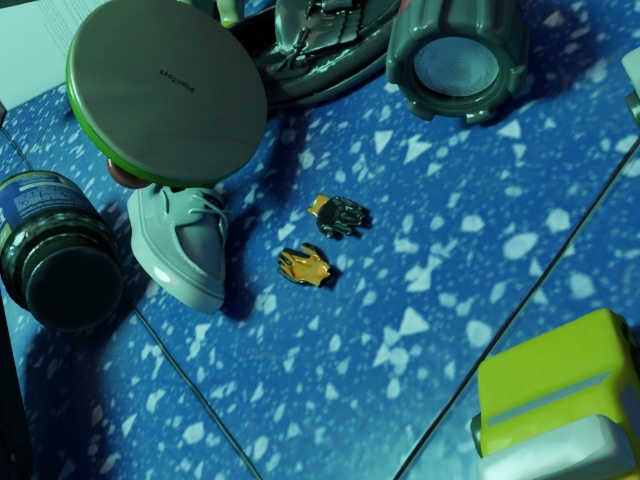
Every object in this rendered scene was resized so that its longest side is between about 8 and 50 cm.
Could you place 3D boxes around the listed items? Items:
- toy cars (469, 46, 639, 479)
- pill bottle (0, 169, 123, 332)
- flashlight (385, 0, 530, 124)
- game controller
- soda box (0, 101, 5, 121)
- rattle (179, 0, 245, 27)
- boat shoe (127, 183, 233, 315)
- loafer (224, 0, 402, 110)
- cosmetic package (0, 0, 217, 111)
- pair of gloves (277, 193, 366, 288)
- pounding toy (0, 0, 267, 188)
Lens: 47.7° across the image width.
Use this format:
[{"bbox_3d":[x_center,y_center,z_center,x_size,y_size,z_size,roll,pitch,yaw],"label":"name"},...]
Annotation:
[{"bbox_3d":[0.165,0.020,0.343,0.176,0.087,0.394,14,71,49],"label":"toy cars"},{"bbox_3d":[-0.290,0.009,0.788,0.123,0.123,0.219,-53,37,-1],"label":"pill bottle"},{"bbox_3d":[0.121,-0.235,0.589,0.103,0.103,0.304,129,160,-54],"label":"flashlight"},{"bbox_3d":[-0.322,0.133,0.680,0.319,0.067,0.167,58,145,40],"label":"game controller"},{"bbox_3d":[-0.680,-0.177,1.359,0.083,0.092,0.263,-29,44,28],"label":"soda box"},{"bbox_3d":[-0.166,-0.264,0.799,0.142,0.199,0.130,15,94,17],"label":"rattle"},{"bbox_3d":[-0.127,-0.017,0.678,0.081,0.079,0.227,-51,34,9],"label":"boat shoe"},{"bbox_3d":[-0.037,-0.191,0.710,0.302,0.095,0.109,-17,50,37],"label":"loafer"},{"bbox_3d":[-0.337,-0.330,1.031,0.365,0.155,0.197,-9,28,43],"label":"cosmetic package"},{"bbox_3d":[0.000,0.000,0.591,0.083,0.010,0.074,-55,36,-9],"label":"pair of gloves"},{"bbox_3d":[-0.171,-0.138,0.669,0.183,0.237,0.110,-45,8,-38],"label":"pounding toy"}]
